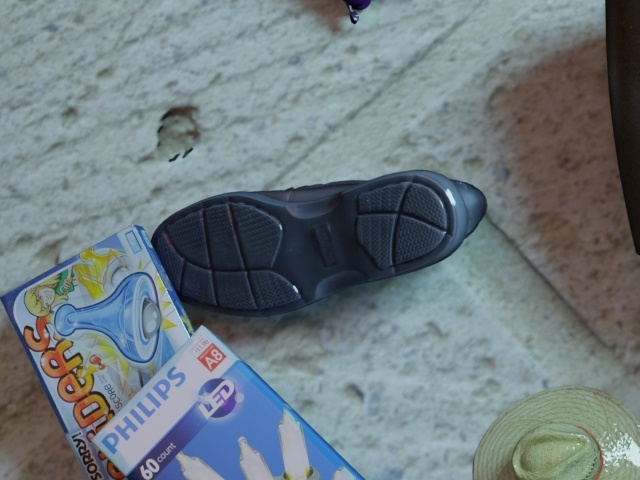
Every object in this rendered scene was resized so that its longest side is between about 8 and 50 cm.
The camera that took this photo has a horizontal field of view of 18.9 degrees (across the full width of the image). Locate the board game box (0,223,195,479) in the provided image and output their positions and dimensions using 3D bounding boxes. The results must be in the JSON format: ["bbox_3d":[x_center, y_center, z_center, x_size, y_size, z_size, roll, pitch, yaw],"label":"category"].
[{"bbox_3d":[-0.169,0.106,1.638,0.136,0.035,0.201,-29,81,7],"label":"board game box"}]

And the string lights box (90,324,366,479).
[{"bbox_3d":[-0.044,0.207,1.542,0.259,0.077,0.133,43,88,14],"label":"string lights box"}]

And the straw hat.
[{"bbox_3d":[0.185,0.173,1.514,0.144,0.061,0.145,-6,69,16],"label":"straw hat"}]

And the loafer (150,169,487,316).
[{"bbox_3d":[0.000,0.000,1.630,0.302,0.095,0.109,-9,92,30],"label":"loafer"}]

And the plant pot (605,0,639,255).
[{"bbox_3d":[0.315,-0.096,1.505,0.215,0.215,0.230,7,87,20],"label":"plant pot"}]

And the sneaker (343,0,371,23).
[{"bbox_3d":[0.101,-0.283,1.711,0.223,0.083,0.098,-30,89,8],"label":"sneaker"}]
